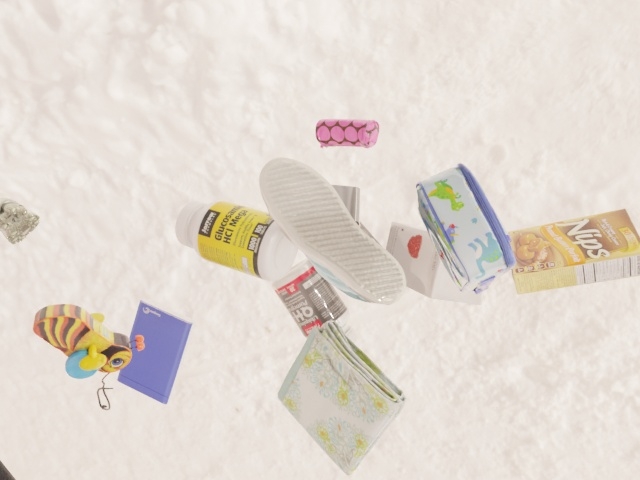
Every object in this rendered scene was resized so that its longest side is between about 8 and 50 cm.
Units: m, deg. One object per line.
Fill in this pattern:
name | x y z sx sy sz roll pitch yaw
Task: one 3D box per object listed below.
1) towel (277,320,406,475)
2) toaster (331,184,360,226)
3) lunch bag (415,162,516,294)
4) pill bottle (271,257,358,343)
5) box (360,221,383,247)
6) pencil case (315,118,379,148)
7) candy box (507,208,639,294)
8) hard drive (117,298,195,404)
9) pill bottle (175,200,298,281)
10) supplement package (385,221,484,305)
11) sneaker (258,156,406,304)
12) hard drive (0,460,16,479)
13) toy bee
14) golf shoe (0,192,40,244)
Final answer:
towel | 0.045 0.450 1.451 0.320 0.090 0.374 44 128 26
toaster | 0.019 -0.070 1.324 0.168 0.185 0.110 3 76 6
lunch bag | 0.219 -0.009 0.780 0.090 0.219 0.175 -24 75 7
pill bottle | -0.012 0.228 1.709 0.176 0.176 0.318 -31 94 37
box | 0.071 -0.004 1.801 0.073 0.294 0.295 -62 36 22
pencil case | 0.087 -0.349 1.671 0.210 0.095 0.098 9 89 36
candy box | 0.677 0.031 1.374 0.317 0.182 0.087 -13 128 21
hard drive | -0.582 0.391 1.794 0.210 0.040 0.318 21 100 12
pill bottle | -0.247 -0.010 1.484 0.334 0.188 0.187 15 118 22
supplement package | 0.331 0.058 1.485 0.293 0.176 0.177 -156 76 -67
sneaker | 0.000 0.000 1.010 0.366 0.135 0.150 48 155 -11
hard drive | -0.653 0.517 0.937 0.054 0.254 0.171 -33 95 7
toy bee | -0.503 0.239 1.176 0.195 0.162 0.298 56 169 33
golf shoe | -0.566 -0.051 0.915 0.086 0.069 0.176 41 156 -2
